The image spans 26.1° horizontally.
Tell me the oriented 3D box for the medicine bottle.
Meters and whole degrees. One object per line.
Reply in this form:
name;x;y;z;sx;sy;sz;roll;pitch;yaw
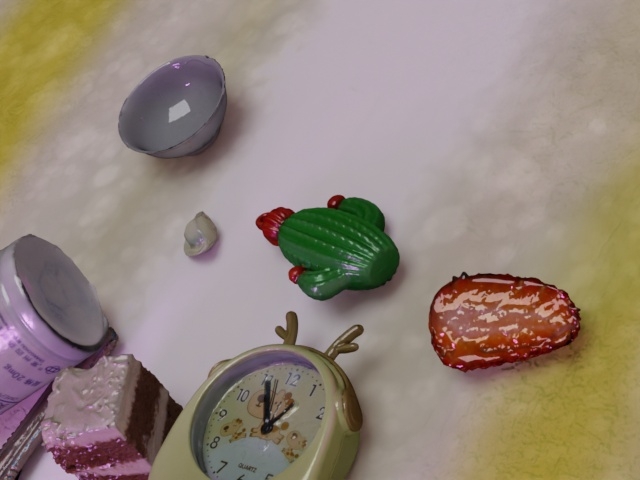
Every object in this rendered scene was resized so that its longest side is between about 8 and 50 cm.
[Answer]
medicine bottle;-0.481;0.154;1.916;0.332;0.190;0.190;-33;45;17

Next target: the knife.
knife;-0.391;0.268;1.899;0.089;0.043;0.365;19;66;40

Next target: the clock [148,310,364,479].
clock;-0.054;0.229;1.679;0.235;0.096;0.308;10;62;38

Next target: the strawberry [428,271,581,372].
strawberry;0.219;0.102;1.632;0.188;0.082;0.121;3;77;23

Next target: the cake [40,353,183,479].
cake;-0.268;0.238;1.768;0.135;0.147;0.134;-12;51;22

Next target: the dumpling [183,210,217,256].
dumpling;-0.177;-0.005;1.980;0.059;0.043;0.077;-42;59;20

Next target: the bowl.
bowl;-0.207;-0.186;2.108;0.189;0.086;0.189;-17;50;21

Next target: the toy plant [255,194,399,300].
toy plant;0.014;-0.004;1.831;0.155;0.088;0.240;-26;34;-5
